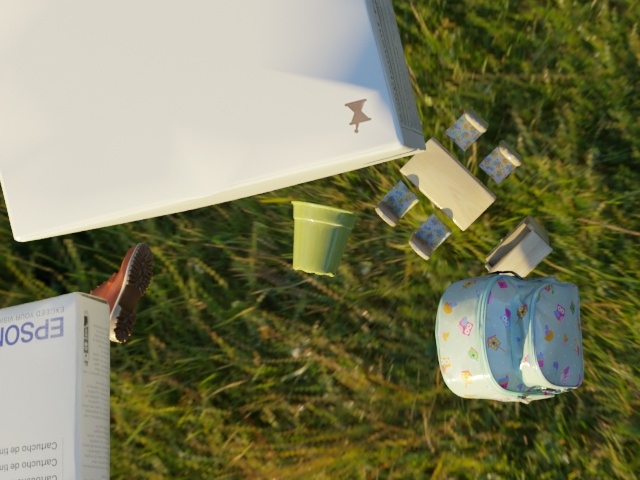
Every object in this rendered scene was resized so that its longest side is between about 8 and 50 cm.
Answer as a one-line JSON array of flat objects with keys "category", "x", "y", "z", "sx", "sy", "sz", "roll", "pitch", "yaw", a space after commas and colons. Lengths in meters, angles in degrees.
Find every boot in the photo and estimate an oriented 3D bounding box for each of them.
[{"category": "boot", "x": -0.310, "y": 0.071, "z": 1.780, "sx": 0.085, "sy": 0.059, "sz": 0.158, "roll": 9, "pitch": 68, "yaw": 29}]

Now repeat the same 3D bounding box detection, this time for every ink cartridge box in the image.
[{"category": "ink cartridge box", "x": -0.250, "y": 0.164, "z": 0.844, "sx": 0.223, "sy": 0.045, "sz": 0.224, "roll": -12, "pitch": 71, "yaw": 25}]

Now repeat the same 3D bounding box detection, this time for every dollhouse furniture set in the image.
[{"category": "dollhouse furniture set", "x": 0.232, "y": -0.048, "z": 1.815, "sx": 0.242, "sy": 0.161, "sz": 0.212, "roll": 44, "pitch": 105, "yaw": -1}]

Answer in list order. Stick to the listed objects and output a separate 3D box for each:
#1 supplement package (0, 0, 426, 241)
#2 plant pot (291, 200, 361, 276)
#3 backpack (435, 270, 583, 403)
[{"category": "supplement package", "x": -0.061, "y": -0.123, "z": 0.680, "sx": 0.199, "sy": 0.263, "sz": 0.198, "roll": -13, "pitch": 92, "yaw": 8}, {"category": "plant pot", "x": 0.000, "y": 0.000, "z": 1.379, "sx": 0.083, "sy": 0.083, "sz": 0.079, "roll": 10, "pitch": 87, "yaw": 6}, {"category": "backpack", "x": 0.235, "y": 0.119, "z": 1.459, "sx": 0.144, "sy": 0.188, "sz": 0.165, "roll": -6, "pitch": 82, "yaw": 49}]
